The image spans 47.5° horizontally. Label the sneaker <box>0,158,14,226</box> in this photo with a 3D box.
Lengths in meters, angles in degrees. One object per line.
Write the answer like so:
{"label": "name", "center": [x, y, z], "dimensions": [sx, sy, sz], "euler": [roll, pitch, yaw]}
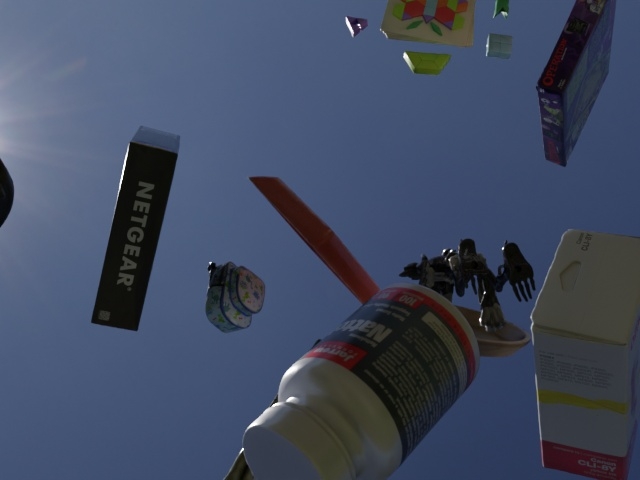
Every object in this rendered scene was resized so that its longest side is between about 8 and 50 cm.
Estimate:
{"label": "sneaker", "center": [-0.285, -0.099, 0.376], "dimensions": [0.097, 0.276, 0.135], "euler": [-42, -130, -6]}

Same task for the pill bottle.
{"label": "pill bottle", "center": [0.032, 0.119, 0.549], "dimensions": [0.108, 0.108, 0.180], "euler": [44, -132, 12]}

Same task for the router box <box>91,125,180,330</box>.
{"label": "router box", "center": [-0.317, -0.031, 1.266], "dimensions": [0.081, 0.243, 0.309], "euler": [13, -79, -13]}

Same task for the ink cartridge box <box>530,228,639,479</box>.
{"label": "ink cartridge box", "center": [0.510, 0.214, 1.349], "dimensions": [0.160, 0.385, 0.279], "euler": [7, -137, 29]}

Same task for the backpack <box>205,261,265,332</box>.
{"label": "backpack", "center": [-0.158, 0.106, 1.337], "dimensions": [0.105, 0.084, 0.114], "euler": [43, -136, -43]}

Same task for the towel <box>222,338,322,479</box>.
{"label": "towel", "center": [-0.043, 0.358, 1.078], "dimensions": [0.056, 0.312, 0.324], "euler": [15, -136, 23]}

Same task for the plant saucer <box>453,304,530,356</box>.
{"label": "plant saucer", "center": [0.274, 0.174, 1.447], "dimensions": [0.277, 0.278, 0.041], "euler": [9, -81, -10]}

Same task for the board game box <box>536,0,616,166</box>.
{"label": "board game box", "center": [0.430, -0.273, 1.218], "dimensions": [0.056, 0.347, 0.208], "euler": [29, -93, 23]}

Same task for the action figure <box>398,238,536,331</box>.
{"label": "action figure", "center": [0.225, 0.076, 1.170], "dimensions": [0.164, 0.275, 0.141], "euler": [2, -99, -9]}

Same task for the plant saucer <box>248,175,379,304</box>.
{"label": "plant saucer", "center": [0.000, 0.000, 1.348], "dimensions": [0.047, 0.258, 0.259], "euler": [-42, -136, -1]}

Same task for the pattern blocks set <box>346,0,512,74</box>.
{"label": "pattern blocks set", "center": [0.212, -0.443, 1.420], "dimensions": [0.324, 0.026, 0.285], "euler": [-1, -117, -1]}
